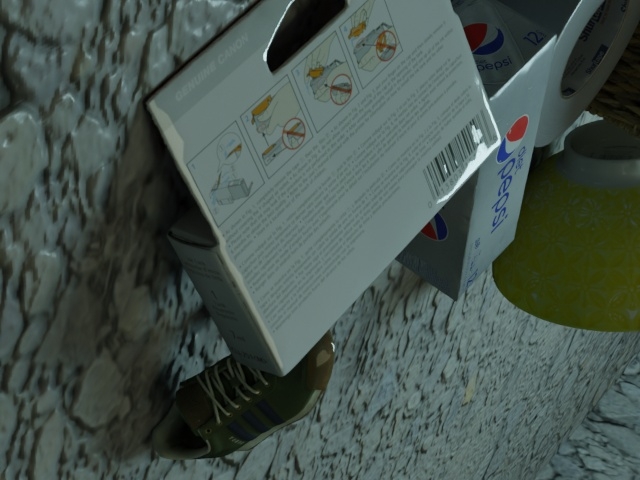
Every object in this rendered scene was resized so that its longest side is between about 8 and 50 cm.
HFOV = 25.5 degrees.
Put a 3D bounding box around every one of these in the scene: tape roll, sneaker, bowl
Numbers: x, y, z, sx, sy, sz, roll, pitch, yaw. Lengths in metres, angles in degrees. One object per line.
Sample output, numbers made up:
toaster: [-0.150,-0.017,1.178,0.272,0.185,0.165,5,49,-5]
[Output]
tape roll: [0.224,-0.198,1.308,0.219,0.072,0.219,-47,157,-27]
sneaker: [-0.066,0.121,1.076,0.086,0.064,0.192,-8,155,-34]
bowl: [0.324,-0.040,1.534,0.289,0.289,0.156,-36,128,-43]

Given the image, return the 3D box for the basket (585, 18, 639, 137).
basket: [0.434,-0.205,1.444,0.223,0.299,0.213,-34,148,-41]

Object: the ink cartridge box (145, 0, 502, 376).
ink cartridge box: [0.000,-0.082,0.988,0.275,0.060,0.239,-46,129,-27]

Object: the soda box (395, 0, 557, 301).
soda box: [0.124,-0.077,1.233,0.098,0.091,0.286,-44,156,-27]
